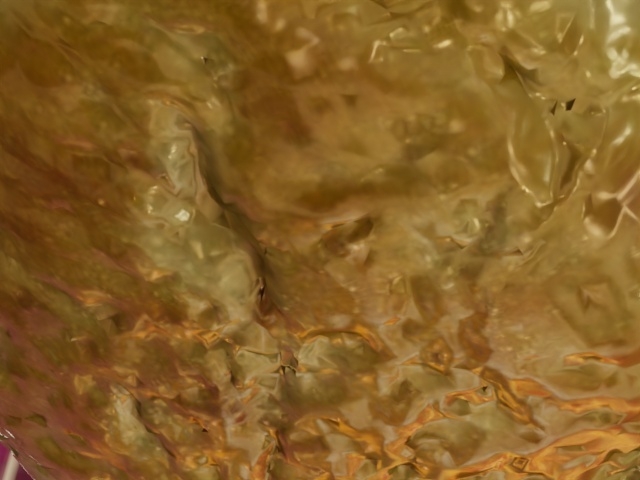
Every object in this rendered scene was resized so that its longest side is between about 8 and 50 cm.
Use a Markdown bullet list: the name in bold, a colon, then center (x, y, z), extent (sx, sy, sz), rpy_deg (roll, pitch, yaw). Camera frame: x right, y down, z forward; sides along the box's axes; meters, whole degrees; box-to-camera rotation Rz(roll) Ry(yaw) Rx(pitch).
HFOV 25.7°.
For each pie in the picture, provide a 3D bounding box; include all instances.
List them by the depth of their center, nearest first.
- **pie**: center (0.015, -0.009, 0.511), extent (0.395, 0.418, 0.180), rpy_deg (61, 39, -39)
